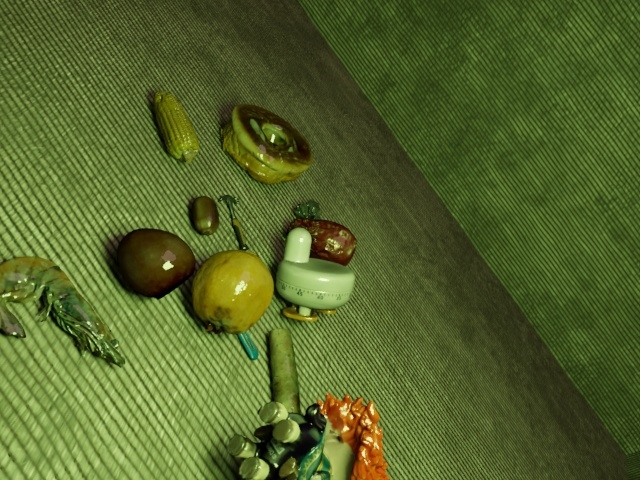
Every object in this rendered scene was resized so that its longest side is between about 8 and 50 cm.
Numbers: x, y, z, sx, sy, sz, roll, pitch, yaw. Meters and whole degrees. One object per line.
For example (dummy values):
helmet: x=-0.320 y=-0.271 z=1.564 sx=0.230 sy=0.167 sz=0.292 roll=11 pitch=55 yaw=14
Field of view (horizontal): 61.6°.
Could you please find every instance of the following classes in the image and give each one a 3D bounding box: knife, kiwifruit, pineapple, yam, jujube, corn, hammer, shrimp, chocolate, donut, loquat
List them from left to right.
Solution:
shrimp: x=-0.504 y=0.154 z=1.016 sx=0.296 sy=0.058 sz=0.169 roll=48 pitch=37 yaw=-1
chocolate: x=-0.372 y=0.041 z=1.209 sx=0.176 sy=0.176 sz=0.177 roll=35 pitch=34 yaw=-29
corn: x=-0.427 y=-0.336 z=1.585 sx=0.097 sy=0.097 sz=0.262 roll=5 pitch=54 yaw=-53
kiwifruit: x=-0.318 y=-0.070 z=1.486 sx=0.075 sy=0.075 sz=0.125 roll=24 pitch=37 yaw=-40
knife: x=-0.234 y=0.176 z=1.390 sx=0.297 sy=0.026 sz=0.044 roll=58 pitch=18 yaw=10
loquat: x=-0.214 y=0.126 z=1.305 sx=0.187 sy=0.176 sz=0.234 roll=24 pitch=59 yaw=9
hammer: x=-0.255 y=-0.055 z=1.605 sx=0.078 sy=0.021 sz=0.201 roll=14 pitch=47 yaw=-48
donut: x=-0.189 y=-0.321 z=1.864 sx=0.330 sy=0.160 sz=0.330 roll=29 pitch=30 yaw=-19
yam: x=-0.089 y=0.365 z=1.354 sx=0.071 sy=0.067 sz=0.318 roll=2 pitch=52 yaw=-17
jujube: x=0.000 y=0.000 z=1.739 sx=0.236 sy=0.168 sz=0.168 roll=27 pitch=26 yaw=15
pineapple: x=0.001 y=-0.042 z=1.877 sx=0.237 sy=0.111 sz=0.119 roll=49 pitch=2 yaw=3

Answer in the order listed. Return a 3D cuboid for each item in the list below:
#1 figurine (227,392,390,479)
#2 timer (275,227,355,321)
figurine: x=-0.015 y=0.485 z=1.142 sx=0.411 sy=0.241 sz=0.306 roll=11 pitch=89 yaw=-40
timer: x=-0.015 y=0.095 z=1.567 sx=0.233 sy=0.233 sz=0.240 roll=-3 pitch=105 yaw=-55
